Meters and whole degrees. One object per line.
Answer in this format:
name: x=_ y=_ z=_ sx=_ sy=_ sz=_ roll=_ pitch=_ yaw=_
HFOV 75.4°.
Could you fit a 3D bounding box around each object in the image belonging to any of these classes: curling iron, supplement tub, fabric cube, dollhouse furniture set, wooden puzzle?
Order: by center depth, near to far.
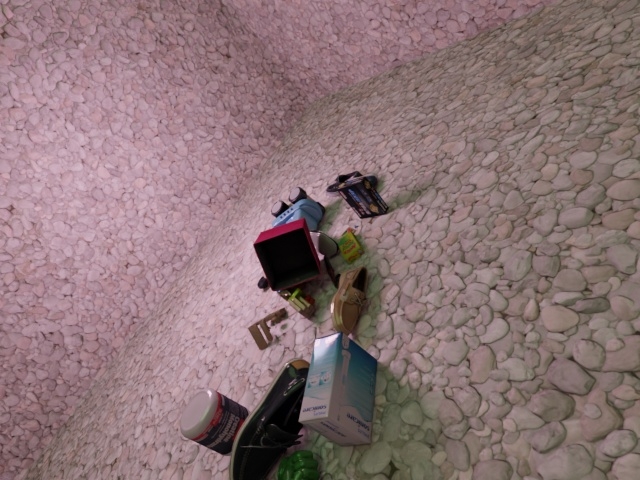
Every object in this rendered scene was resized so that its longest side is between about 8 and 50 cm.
supplement tub: x=-0.389 y=0.720 z=1.624 sx=0.191 sy=0.272 sz=0.191 roll=-33 pitch=32 yaw=24
curling iron: x=0.061 y=0.145 z=2.005 sx=0.068 sy=0.035 sz=0.274 roll=-39 pitch=30 yaw=4
fabric cube: x=-0.155 y=0.063 z=2.032 sx=0.254 sy=0.258 sz=0.258 roll=-19 pitch=12 yaw=2
dollhouse furniture set: x=-0.238 y=0.433 z=2.045 sx=0.144 sy=0.123 sz=0.151 roll=-29 pitch=-2 yaw=29
wooden puzzle: x=0.143 y=-0.038 z=2.151 sx=0.116 sy=0.014 sz=0.079 roll=-51 pitch=29 yaw=-10

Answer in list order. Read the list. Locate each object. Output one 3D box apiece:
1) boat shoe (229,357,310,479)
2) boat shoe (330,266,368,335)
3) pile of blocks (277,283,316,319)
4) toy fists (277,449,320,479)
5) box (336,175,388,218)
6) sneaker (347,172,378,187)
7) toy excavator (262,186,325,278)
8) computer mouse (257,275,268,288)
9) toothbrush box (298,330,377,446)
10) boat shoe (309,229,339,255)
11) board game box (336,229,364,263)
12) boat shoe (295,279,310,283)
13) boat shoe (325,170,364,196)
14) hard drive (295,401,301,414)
boat shoe: x=-0.156 y=0.661 z=1.450 sx=0.156 sy=0.187 sz=0.499 roll=20 pitch=78 yaw=54
boat shoe: x=0.128 y=0.238 z=1.708 sx=0.110 sy=0.122 sz=0.341 roll=-27 pitch=33 yaw=33
pile of blocks: x=-0.128 y=0.248 z=2.006 sx=0.112 sy=0.149 sz=0.362 roll=-50 pitch=28 yaw=-7
toy fists: x=-0.082 y=0.804 z=1.297 sx=0.142 sy=0.096 sz=0.279 roll=-25 pitch=34 yaw=32
box: x=0.210 y=-0.210 z=2.064 sx=0.175 sy=0.220 sz=0.051 roll=-8 pitch=42 yaw=48
sneaker: x=0.205 y=-0.278 z=2.298 sx=0.226 sy=0.086 sz=0.163 roll=-20 pitch=35 yaw=37
toy excavator: x=-0.169 y=-0.025 z=2.377 sx=0.433 sy=0.222 sz=0.445 roll=-35 pitch=39 yaw=22
computer mouse: x=-0.314 y=0.203 z=2.436 sx=0.071 sy=0.041 sz=0.242 roll=-30 pitch=26 yaw=30
toothbrush box: x=0.069 y=0.490 z=1.370 sx=0.126 sy=0.216 sz=0.295 roll=-26 pitch=36 yaw=33
boat shoe: x=0.000 y=0.000 z=2.197 sx=0.303 sy=0.091 sz=0.114 roll=26 pitch=116 yaw=42
board game box: x=0.145 y=0.030 z=2.030 sx=0.092 sy=0.043 sz=0.181 roll=-40 pitch=29 yaw=10
boat shoe: x=-0.095 y=0.204 z=2.131 sx=0.056 sy=0.048 sz=0.153 roll=-10 pitch=9 yaw=-39
boat shoe: x=0.130 y=-0.345 z=2.464 sx=0.301 sy=0.102 sz=0.108 roll=-9 pitch=45 yaw=47
hard drive: x=-0.036 y=0.571 z=1.587 sx=0.319 sy=0.040 sz=0.210 roll=-27 pitch=34 yaw=32
